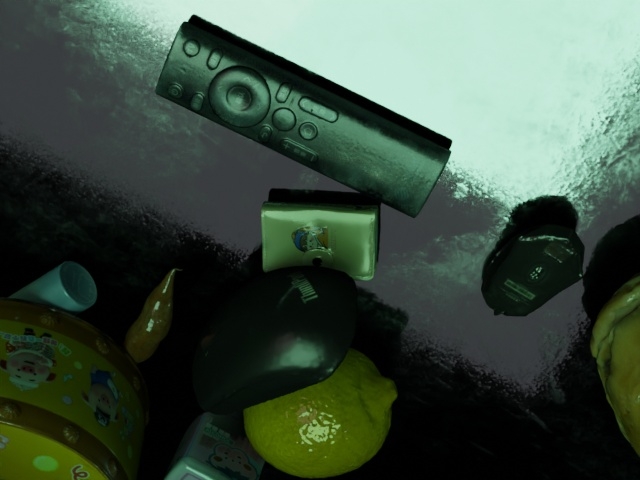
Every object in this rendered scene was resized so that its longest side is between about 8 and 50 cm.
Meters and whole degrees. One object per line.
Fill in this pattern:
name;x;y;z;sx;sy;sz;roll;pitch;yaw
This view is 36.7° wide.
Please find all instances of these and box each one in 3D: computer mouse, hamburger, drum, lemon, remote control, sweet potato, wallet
computer mouse;-0.075;0.121;1.270;0.269;0.170;0.100;-28;129;36
hamburger;0.508;0.161;1.230;0.284;0.174;0.304;-25;116;7
drum;-0.461;0.301;1.376;0.431;0.214;0.431;0;129;0
lemon;-0.004;0.236;1.339;0.244;0.187;0.187;-16;112;26
computer mouse;0.278;0.035;1.268;0.099;0.057;0.172;31;128;-8
remote control;-0.024;-0.152;1.235;0.378;0.044;0.107;26;113;-4
sweet potato;-0.241;0.114;1.394;0.056;0.056;0.195;28;113;-4
wallet;0.000;0.000;1.305;0.155;0.039;0.110;3;112;8

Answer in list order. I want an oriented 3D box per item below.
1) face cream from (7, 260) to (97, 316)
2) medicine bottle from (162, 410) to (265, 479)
face cream;-0.442;0.118;1.414;0.250;0.077;0.077;-29;107;22
medicine bottle;-0.146;0.316;1.396;0.119;0.188;0.094;33;116;-6
